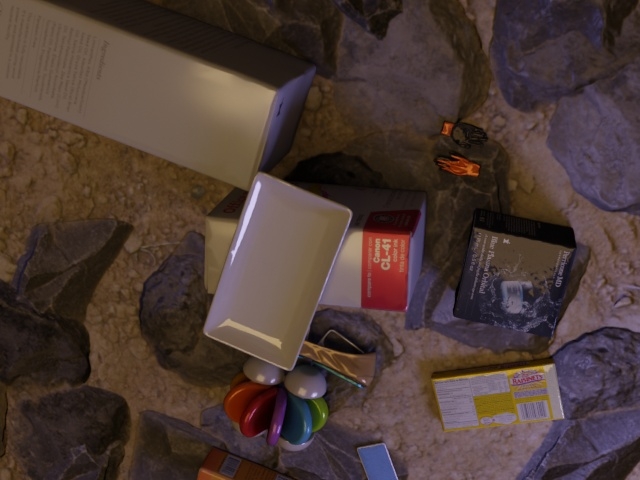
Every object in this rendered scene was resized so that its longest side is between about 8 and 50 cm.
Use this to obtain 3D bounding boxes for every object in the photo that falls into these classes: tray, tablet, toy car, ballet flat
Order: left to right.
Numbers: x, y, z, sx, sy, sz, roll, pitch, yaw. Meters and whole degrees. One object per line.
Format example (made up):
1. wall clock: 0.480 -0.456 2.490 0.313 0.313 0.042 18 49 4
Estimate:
1. toy car: -0.080 0.292 1.521 0.182 0.136 0.159 17 112 6
2. tray: -0.061 0.044 1.241 0.145 0.030 0.270 23 113 6
3. ballet flat: -0.012 0.178 1.511 0.232 0.080 0.073 23 85 1
4. tablet: 0.103 0.403 1.591 0.054 0.006 0.083 -15 106 17

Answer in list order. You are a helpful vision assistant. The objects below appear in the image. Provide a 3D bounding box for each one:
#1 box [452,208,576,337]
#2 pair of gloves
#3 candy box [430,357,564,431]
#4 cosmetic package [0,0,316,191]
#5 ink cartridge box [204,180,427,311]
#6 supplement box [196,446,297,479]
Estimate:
1. box: 0.299 0.050 1.371 0.158 0.093 0.156 12 112 7
2. pair of gloves: 0.217 -0.140 1.365 0.074 0.010 0.083 14 109 9
3. candy box: 0.297 0.261 1.483 0.206 0.027 0.105 -10 105 16
4. cosmetic package: -0.259 -0.250 1.317 0.453 0.230 0.161 21 113 6
5. ink cartridge box: 0.000 0.000 1.349 0.306 0.226 0.131 6 110 10
6. supplement box: -0.113 0.469 1.627 0.233 0.080 0.078 22 114 6
